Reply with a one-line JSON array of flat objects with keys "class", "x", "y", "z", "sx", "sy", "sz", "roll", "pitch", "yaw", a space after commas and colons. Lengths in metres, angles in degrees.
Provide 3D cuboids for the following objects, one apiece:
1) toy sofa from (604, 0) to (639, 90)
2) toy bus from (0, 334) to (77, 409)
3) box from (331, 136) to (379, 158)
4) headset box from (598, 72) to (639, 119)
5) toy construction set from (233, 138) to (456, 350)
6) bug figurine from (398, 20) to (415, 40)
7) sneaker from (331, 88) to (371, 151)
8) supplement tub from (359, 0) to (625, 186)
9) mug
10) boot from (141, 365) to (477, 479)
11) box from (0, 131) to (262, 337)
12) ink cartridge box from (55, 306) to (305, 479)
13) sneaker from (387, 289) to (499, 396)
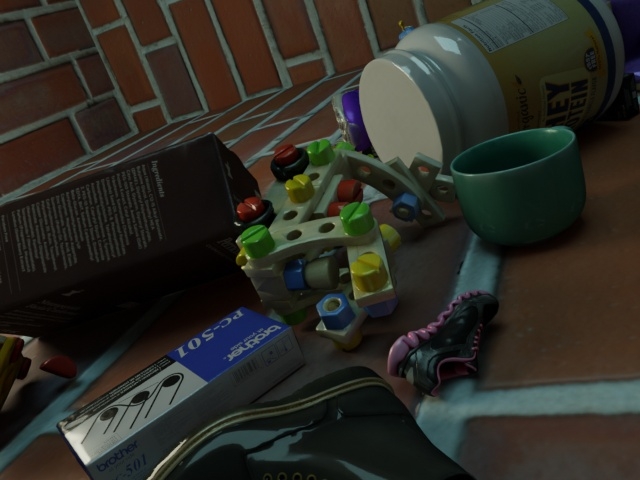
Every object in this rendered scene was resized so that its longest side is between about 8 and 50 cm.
[{"class": "toy sofa", "x": 0.644, "y": -0.384, "z": 1.057, "sx": 0.363, "sy": 0.150, "sz": 0.177, "roll": -18, "pitch": 19, "yaw": 5}, {"class": "toy bus", "x": -0.394, "y": 0.156, "z": 0.695, "sx": 0.191, "sy": 0.202, "sz": 0.104, "roll": -2, "pitch": 58, "yaw": 29}, {"class": "box", "x": 0.118, "y": -0.195, "z": 1.231, "sx": 0.207, "sy": 0.036, "sz": 0.114, "roll": -5, "pitch": 24, "yaw": 36}, {"class": "headset box", "x": 0.430, "y": -0.215, "z": 0.946, "sx": 0.032, "sy": 0.062, "sz": 0.083, "roll": -29, "pitch": 22, "yaw": -25}, {"class": "toy construction set", "x": 0.029, "y": -0.026, "z": 0.692, "sx": 0.215, "sy": 0.151, "sz": 0.327, "roll": -2, "pitch": 26, "yaw": 29}, {"class": "bug figurine", "x": 0.273, "y": -0.337, "z": 1.191, "sx": 0.279, "sy": 0.216, "sz": 0.072, "roll": 4, "pitch": 46, "yaw": 43}, {"class": "sneaker", "x": 0.114, "y": -0.249, "z": 1.167, "sx": 0.146, "sy": 0.102, "sz": 0.293, "roll": -13, "pitch": 21, "yaw": 17}, {"class": "supplement tub", "x": 0.237, "y": -0.218, "z": 0.895, "sx": 0.316, "sy": 0.228, "sz": 0.228, "roll": -27, "pitch": 21, "yaw": -17}, {"class": "mug", "x": 0.228, "y": -0.057, "z": 0.676, "sx": 0.158, "sy": 0.097, "sz": 0.129, "roll": -19, "pitch": 19, "yaw": 0}, {"class": "boot", "x": -0.013, "y": 0.158, "z": 0.389, "sx": 0.198, "sy": 0.076, "sz": 0.137, "roll": -28, "pitch": 26, "yaw": -17}, {"class": "box", "x": -0.269, "y": 0.007, "z": 0.822, "sx": 0.382, "sy": 0.143, "sz": 0.191, "roll": -20, "pitch": -15, "yaw": 6}, {"class": "ink cartridge box", "x": -0.124, "y": 0.139, "z": 0.576, "sx": 0.207, "sy": 0.046, "sz": 0.097, "roll": -31, "pitch": 24, "yaw": -29}, {"class": "sneaker", "x": 0.112, "y": 0.085, "z": 0.511, "sx": 0.119, "sy": 0.047, "sz": 0.057, "roll": -31, "pitch": 45, "yaw": -27}]
